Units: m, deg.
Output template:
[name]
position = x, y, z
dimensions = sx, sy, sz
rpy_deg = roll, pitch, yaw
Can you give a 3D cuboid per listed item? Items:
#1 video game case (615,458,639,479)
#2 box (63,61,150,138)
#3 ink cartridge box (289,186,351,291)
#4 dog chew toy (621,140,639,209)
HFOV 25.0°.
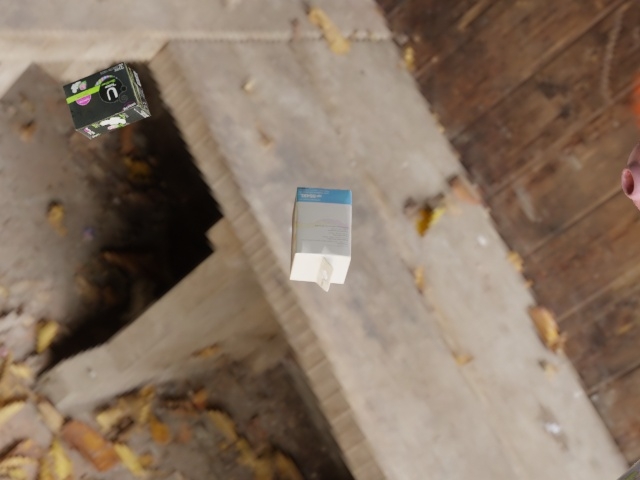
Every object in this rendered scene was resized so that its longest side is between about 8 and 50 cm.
[video game case]
position = 0.448, 0.249, 1.709
dimensions = 0.025, 0.285, 0.204
rpy_deg = 50, -5, -1
[box]
position = -0.260, -0.170, 1.754
dimensions = 0.052, 0.083, 0.062
rpy_deg = 40, 30, -75
[ink cartridge box]
position = 0.000, 0.000, 2.305
dimensions = 0.090, 0.092, 0.143
rpy_deg = 5, 59, -5
[dog chew toy]
position = 0.566, -0.100, 1.954
dimensions = 0.332, 0.206, 0.206
rpy_deg = -9, 62, -14
